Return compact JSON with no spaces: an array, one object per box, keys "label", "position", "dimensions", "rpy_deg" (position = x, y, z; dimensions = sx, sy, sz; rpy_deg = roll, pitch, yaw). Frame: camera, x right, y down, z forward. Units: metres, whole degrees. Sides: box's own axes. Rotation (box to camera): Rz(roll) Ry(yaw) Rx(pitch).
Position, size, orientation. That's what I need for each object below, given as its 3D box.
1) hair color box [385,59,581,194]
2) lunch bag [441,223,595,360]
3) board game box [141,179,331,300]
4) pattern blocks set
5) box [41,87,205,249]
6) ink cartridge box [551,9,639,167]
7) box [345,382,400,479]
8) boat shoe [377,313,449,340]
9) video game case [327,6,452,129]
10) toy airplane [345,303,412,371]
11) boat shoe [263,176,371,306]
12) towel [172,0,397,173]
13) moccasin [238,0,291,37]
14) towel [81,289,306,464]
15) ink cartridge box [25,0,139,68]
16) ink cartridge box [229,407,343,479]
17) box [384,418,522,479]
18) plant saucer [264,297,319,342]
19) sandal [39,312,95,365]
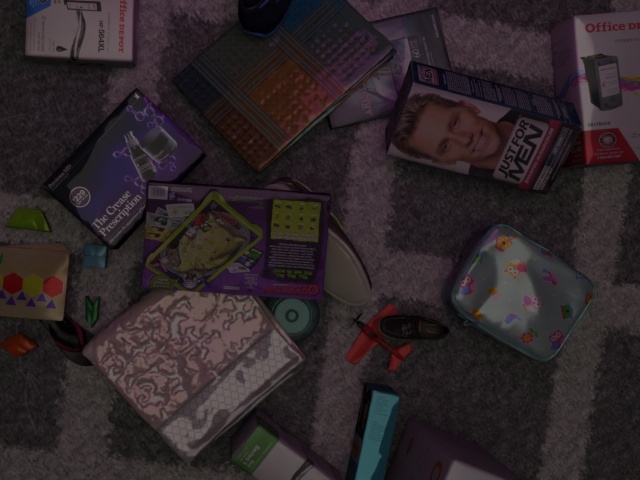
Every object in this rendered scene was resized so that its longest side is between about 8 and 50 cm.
[{"label":"hair color box","position":[0.319,-0.222,1.841],"dimensions":[0.347,0.105,0.174],"rpy_deg":[13,126,-7]},{"label":"lunch bag","position":[0.396,0.108,1.895],"dimensions":[0.279,0.108,0.224],"rpy_deg":[32,90,-6]},{"label":"board game box","position":[-0.160,0.000,1.755],"dimensions":[0.347,0.056,0.208],"rpy_deg":[5,97,-4]},{"label":"pattern blocks set","position":[-0.581,0.080,1.798],"dimensions":[0.325,0.026,0.285],"rpy_deg":[13,87,0]},{"label":"box","position":[-0.379,-0.137,1.797],"dimensions":[0.184,0.103,0.261],"rpy_deg":[43,86,-3]},{"label":"ink cartridge box","position":[0.611,-0.309,1.903],"dimensions":[0.226,0.131,0.306],"rpy_deg":[-6,93,-7]},{"label":"box","position":[0.101,0.418,1.868],"dimensions":[0.060,0.100,0.244],"rpy_deg":[12,89,-7]},{"label":"boat shoe","position":[0.193,0.176,1.886],"dimensions":[0.152,0.049,0.056],"rpy_deg":[5,74,-21]},{"label":"video game case","position":[0.130,-0.353,1.894],"dimensions":[0.274,0.026,0.196],"rpy_deg":[-14,93,-8]},{"label":"toy airplane","position":[0.124,0.211,1.902],"dimensions":[0.151,0.028,0.151],"rpy_deg":[0,90,-8]},{"label":"boat shoe","position":[0.003,-0.003,1.844],"dimensions":[0.109,0.091,0.305],"rpy_deg":[-39,95,30]},{"label":"towel","position":[-0.073,-0.345,1.837],"dimensions":[0.370,0.040,0.271],"rpy_deg":[-42,81,-3]},{"label":"moccasin","position":[-0.075,-0.566,1.793],"dimensions":[0.138,0.117,0.342],"rpy_deg":[9,79,10]},{"label":"towel","position":[-0.243,0.224,1.820],"dimensions":[0.332,0.053,0.317],"rpy_deg":[-40,96,-7]},{"label":"ink cartridge box","position":[-0.459,-0.417,1.787],"dimensions":[0.203,0.086,0.148],"rpy_deg":[1,91,-7]},{"label":"ink cartridge box","position":[-0.066,0.442,1.817],"dimensions":[0.219,0.160,0.092],"rpy_deg":[39,88,-6]},{"label":"box","position":[0.242,0.500,1.764],"dimensions":[0.168,0.345,0.215],"rpy_deg":[22,89,-7]},{"label":"plant saucer","position":[-0.059,0.152,1.882],"dimensions":[0.119,0.021,0.119],"rpy_deg":[0,91,-7]},{"label":"sandal","position":[-0.500,0.182,1.816],"dimensions":[0.067,0.040,0.179],"rpy_deg":[-44,96,-6]}]
